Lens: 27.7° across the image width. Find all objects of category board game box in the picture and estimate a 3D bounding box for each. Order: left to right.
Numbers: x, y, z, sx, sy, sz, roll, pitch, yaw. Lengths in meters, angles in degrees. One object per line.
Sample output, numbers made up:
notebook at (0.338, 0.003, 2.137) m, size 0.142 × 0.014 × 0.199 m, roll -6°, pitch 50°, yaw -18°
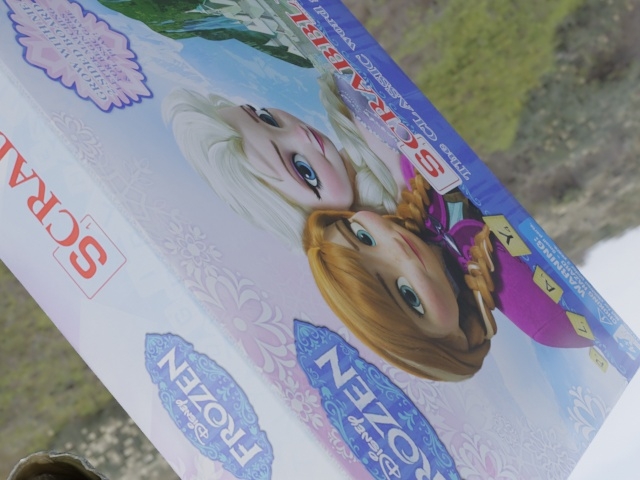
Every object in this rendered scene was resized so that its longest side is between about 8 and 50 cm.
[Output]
board game box at (0.000, 0.000, 0.625) m, size 0.066 × 0.318 × 0.318 m, roll -44°, pitch 174°, yaw 28°

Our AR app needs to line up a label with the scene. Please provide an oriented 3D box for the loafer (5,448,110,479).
loafer at (-0.103, 0.198, 0.678) m, size 0.102 × 0.092 × 0.268 m, roll -39°, pitch -140°, yaw -20°
